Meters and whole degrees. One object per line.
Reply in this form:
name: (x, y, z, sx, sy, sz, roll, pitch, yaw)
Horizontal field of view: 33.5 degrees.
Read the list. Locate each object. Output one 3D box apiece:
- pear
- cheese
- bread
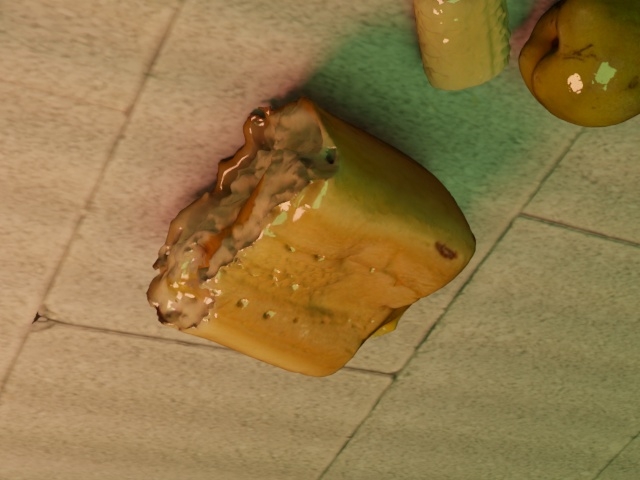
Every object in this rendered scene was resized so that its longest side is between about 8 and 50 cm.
pear: (0.370, -0.243, 1.410, 0.200, 0.200, 0.200, -10, 135, -10)
cheese: (0.181, -0.284, 1.374, 0.123, 0.094, 0.167, -27, 140, -7)
bread: (0.000, 0.000, 1.479, 0.394, 0.250, 0.361, 22, 124, -39)
